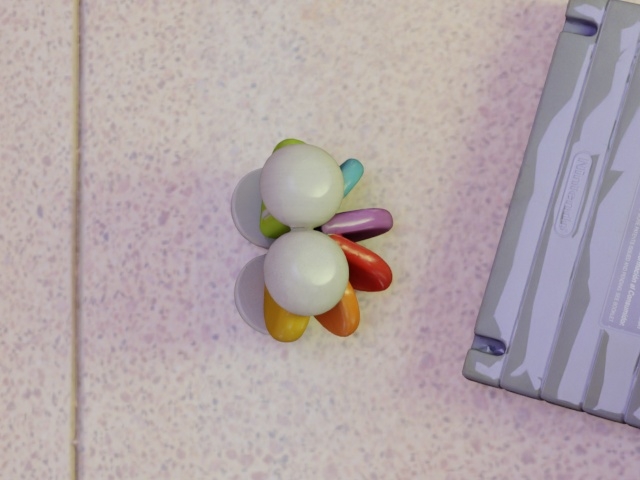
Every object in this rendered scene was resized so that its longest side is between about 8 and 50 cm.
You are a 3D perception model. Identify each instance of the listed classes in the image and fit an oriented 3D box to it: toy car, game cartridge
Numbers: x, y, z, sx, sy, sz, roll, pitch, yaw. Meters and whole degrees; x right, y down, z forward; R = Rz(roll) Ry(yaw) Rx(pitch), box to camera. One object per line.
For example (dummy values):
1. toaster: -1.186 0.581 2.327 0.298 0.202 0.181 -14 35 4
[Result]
1. toy car: 0.000 0.000 1.580 0.136 0.159 0.182 0 78 -17
2. game cartridge: 0.279 -0.020 1.527 0.230 0.068 0.355 16 86 16
